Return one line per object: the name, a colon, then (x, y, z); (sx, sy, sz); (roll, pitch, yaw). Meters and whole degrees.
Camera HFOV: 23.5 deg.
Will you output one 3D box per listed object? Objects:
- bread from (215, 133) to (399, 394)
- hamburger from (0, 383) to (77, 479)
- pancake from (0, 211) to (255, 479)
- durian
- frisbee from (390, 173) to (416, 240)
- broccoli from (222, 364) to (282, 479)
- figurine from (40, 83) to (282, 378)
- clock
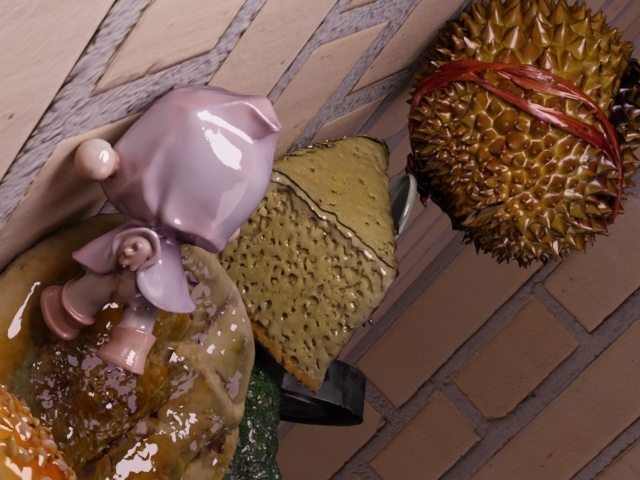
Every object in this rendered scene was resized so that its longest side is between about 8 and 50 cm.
bread: (0.023, 0.022, 1.949); (0.315, 0.279, 0.248); (-13, 142, -50)
hamburger: (-0.325, 0.226, 1.193); (0.250, 0.330, 0.330); (-41, 170, -22)
pancake: (-0.195, 0.155, 1.493); (0.082, 0.386, 0.387); (7, -150, 40)
durian: (0.261, -0.144, 1.963); (0.348, 0.384, 0.347); (-5, 141, -4)
frisbee: (0.094, -0.032, 1.930); (0.110, 0.014, 0.110); (-60, -165, 27)
broccoli: (-0.203, 0.234, 1.835); (0.321, 0.303, 0.283); (-22, 165, -49)
figurine: (-0.137, -0.018, 1.353); (0.200, 0.133, 0.276); (28, 93, -45)
clock: (-0.092, 0.189, 2.098); (0.319, 0.319, 0.066); (97, 5, -75)
